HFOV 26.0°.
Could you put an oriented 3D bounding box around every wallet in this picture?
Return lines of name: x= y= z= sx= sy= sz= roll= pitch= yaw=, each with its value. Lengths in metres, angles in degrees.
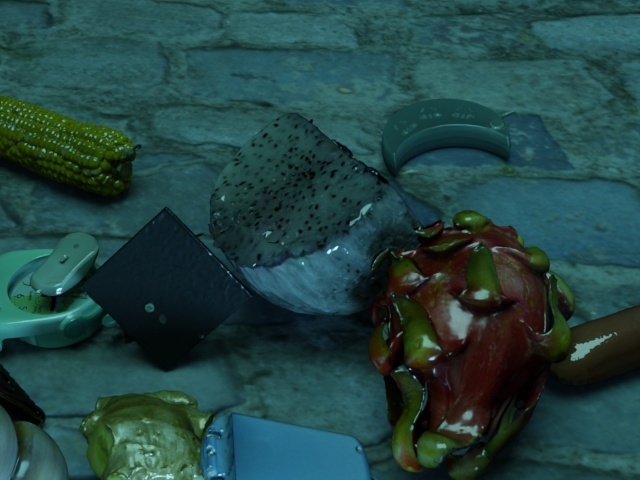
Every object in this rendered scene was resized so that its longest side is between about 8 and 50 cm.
wallet: x=-0.424 y=0.127 z=1.664 sx=0.039 sy=0.133 sz=0.243 roll=-46 pitch=51 yaw=-8

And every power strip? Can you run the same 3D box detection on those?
power strip: x=0.190 y=-0.158 z=2.033 sx=0.215 sy=0.044 sz=0.137 roll=-10 pitch=40 yaw=-8

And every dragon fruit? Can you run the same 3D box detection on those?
dragon fruit: x=0.159 y=0.121 z=1.578 sx=0.307 sy=0.227 sz=0.243 roll=-44 pitch=44 yaw=-13
dragon fruit: x=0.000 y=0.000 z=1.734 sx=0.204 sy=0.221 sz=0.283 roll=-44 pitch=41 yaw=-1

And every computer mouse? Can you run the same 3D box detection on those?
computer mouse: x=-0.323 y=0.037 z=1.747 sx=0.055 sy=0.032 sz=0.110 roll=22 pitch=54 yaw=24

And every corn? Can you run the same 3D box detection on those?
corn: x=-0.399 y=-0.143 z=2.010 sx=0.312 sy=0.102 sz=0.102 roll=20 pitch=45 yaw=28

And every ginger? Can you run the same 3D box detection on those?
ginger: x=-0.184 y=0.240 z=1.537 sx=0.157 sy=0.102 sz=0.216 roll=9 pitch=27 yaw=-29

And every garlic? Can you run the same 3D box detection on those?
garlic: x=-0.392 y=0.238 z=1.505 sx=0.214 sy=0.160 sz=0.191 roll=-15 pitch=52 yaw=-8

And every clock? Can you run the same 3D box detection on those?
clock: x=-0.338 y=0.077 z=1.771 sx=0.188 sy=0.060 sz=0.148 roll=-1 pitch=39 yaw=2

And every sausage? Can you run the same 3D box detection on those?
sausage: x=0.357 y=0.124 z=1.666 sx=0.194 sy=0.077 sz=0.077 roll=-16 pitch=42 yaw=-16

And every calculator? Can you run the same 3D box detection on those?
calculator: x=-0.030 y=0.252 z=1.513 sx=0.210 sy=0.039 sz=0.121 roll=13 pitch=41 yaw=-19

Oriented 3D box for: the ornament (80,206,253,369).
ornament: x=-0.187 y=0.036 z=1.760 sx=0.166 sy=0.153 sz=0.196 roll=-40 pitch=12 yaw=14
